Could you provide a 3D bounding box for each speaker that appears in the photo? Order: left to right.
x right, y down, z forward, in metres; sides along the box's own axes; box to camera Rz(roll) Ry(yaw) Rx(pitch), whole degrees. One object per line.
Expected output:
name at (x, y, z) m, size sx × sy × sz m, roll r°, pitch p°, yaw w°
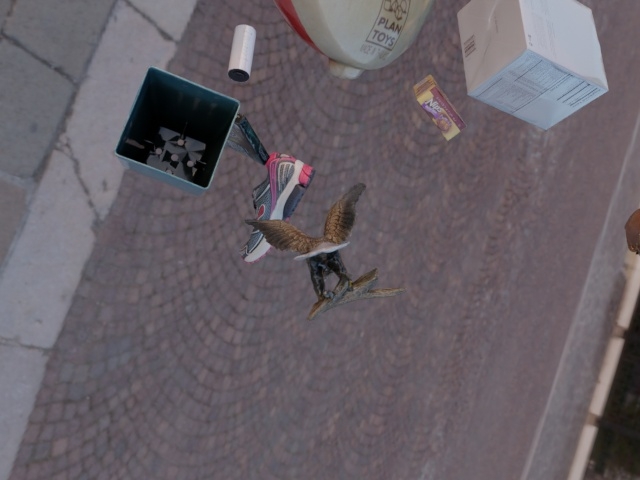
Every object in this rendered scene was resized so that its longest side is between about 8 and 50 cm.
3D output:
speaker at (-0.190, -0.453, 1.804) m, size 0.055 × 0.055 × 0.136 m, roll 49°, pitch 40°, yaw -57°

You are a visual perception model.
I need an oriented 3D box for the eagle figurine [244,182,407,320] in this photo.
eagle figurine at (-0.004, 0.007, 1.442) m, size 0.226 × 0.298 × 0.225 m, roll 13°, pitch 133°, yaw -37°

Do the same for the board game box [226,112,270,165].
board game box at (-0.184, -0.230, 1.545) m, size 0.026 × 0.126 × 0.186 m, roll -57°, pitch 160°, yaw -11°

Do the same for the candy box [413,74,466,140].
candy box at (0.250, -0.285, 1.581) m, size 0.109 × 0.053 × 0.187 m, roll 50°, pitch 15°, yaw -12°

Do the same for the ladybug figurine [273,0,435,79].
ladybug figurine at (0.038, -0.406, 0.815) m, size 0.305 × 0.161 × 0.450 m, roll 0°, pitch 101°, yaw -55°

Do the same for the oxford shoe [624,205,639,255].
oxford shoe at (0.554, 0.004, 1.242) m, size 0.076 × 0.076 × 0.212 m, roll -45°, pitch -176°, yaw 22°

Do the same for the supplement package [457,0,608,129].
supplement package at (0.376, -0.340, 1.336) m, size 0.203 × 0.149 × 0.194 m, roll 16°, pitch 59°, yaw -29°

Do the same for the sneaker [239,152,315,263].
sneaker at (-0.120, -0.075, 1.746) m, size 0.299 × 0.112 × 0.121 m, roll -60°, pitch -178°, yaw 29°

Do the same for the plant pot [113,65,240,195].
plant pot at (-0.261, -0.177, 1.350) m, size 0.234 × 0.165 × 0.166 m, roll 156°, pitch -46°, yaw -76°
